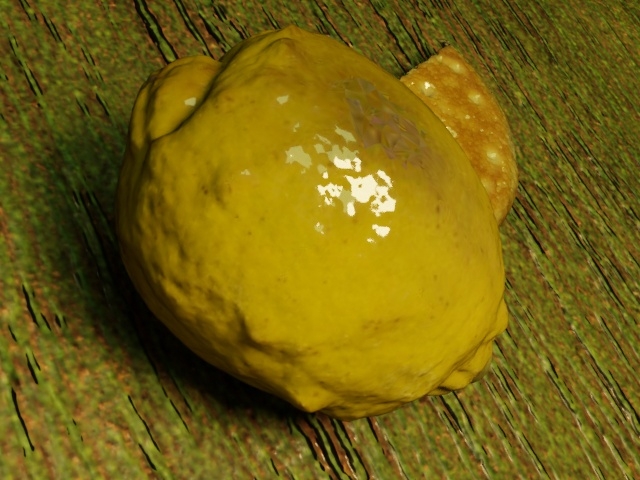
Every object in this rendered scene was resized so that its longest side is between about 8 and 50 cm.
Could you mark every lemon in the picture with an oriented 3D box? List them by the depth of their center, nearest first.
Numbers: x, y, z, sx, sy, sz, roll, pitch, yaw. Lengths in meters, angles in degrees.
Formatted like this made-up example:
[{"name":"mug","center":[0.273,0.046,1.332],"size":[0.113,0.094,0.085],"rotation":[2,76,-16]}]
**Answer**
[{"name":"lemon","center":[-0.006,-0.005,0.729],"size":[0.285,0.285,0.316],"rotation":[-71,148,-41]}]

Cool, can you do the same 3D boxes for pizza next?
[{"name":"pizza","center":[0.127,-0.117,1.027],"size":[0.197,0.058,0.292],"rotation":[10,53,-24]}]
